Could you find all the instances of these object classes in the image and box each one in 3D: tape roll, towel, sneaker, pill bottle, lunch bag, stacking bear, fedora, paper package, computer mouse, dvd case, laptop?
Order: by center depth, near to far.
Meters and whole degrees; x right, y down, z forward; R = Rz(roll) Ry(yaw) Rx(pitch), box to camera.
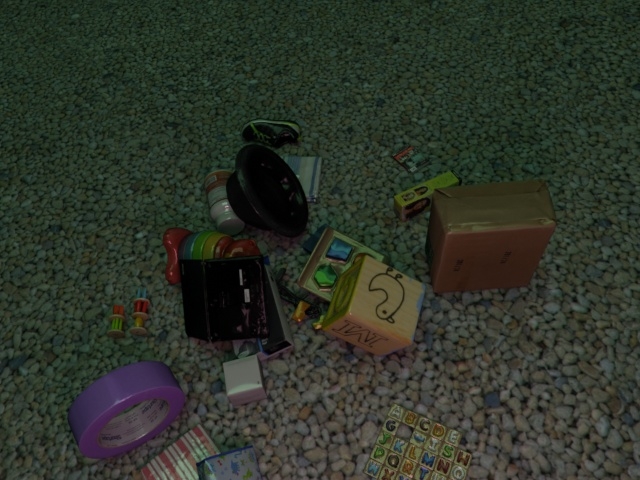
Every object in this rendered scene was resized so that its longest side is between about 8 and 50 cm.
[{"bbox_3d":[-0.219,0.592,1.373,0.151,0.096,0.129,-5,66,-33],"label":"lunch bag"},{"bbox_3d":[-0.492,0.433,1.413,0.274,0.275,0.090,-33,59,-16],"label":"tape roll"},{"bbox_3d":[-0.355,0.594,1.441,0.197,0.029,0.144,-35,60,-20],"label":"towel"},{"bbox_3d":[0.468,-0.007,1.582,0.309,0.325,0.168,-4,56,3],"label":"paper package"},{"bbox_3d":[-0.282,0.163,1.593,0.264,0.136,0.234,-5,92,-1],"label":"laptop"},{"bbox_3d":[-0.315,0.047,1.686,0.288,0.164,0.176,2,98,28],"label":"stacking bear"},{"bbox_3d":[-0.029,0.101,1.727,0.184,0.060,0.262,24,73,16],"label":"computer mouse"},{"bbox_3d":[-0.191,-0.142,1.799,0.152,0.334,0.334,-24,48,32],"label":"fedora"},{"bbox_3d":[0.000,0.000,1.808,0.067,0.029,0.119,34,64,26],"label":"towel"},{"bbox_3d":[-0.322,-0.128,1.875,0.121,0.121,0.216,-16,56,-5],"label":"pill bottle"},{"bbox_3d":[-0.137,-0.229,1.978,0.284,0.034,0.209,3,55,8],"label":"towel"},{"bbox_3d":[0.321,-0.295,1.986,0.087,0.013,0.119,-34,58,-17],"label":"dvd case"},{"bbox_3d":[-0.186,-0.398,2.068,0.234,0.084,0.097,-4,56,4],"label":"sneaker"}]

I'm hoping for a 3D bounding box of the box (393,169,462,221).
[{"bbox_3d":[0.357,-0.149,1.839,0.232,0.087,0.058,-26,55,-10],"label":"box"}]

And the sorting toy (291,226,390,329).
[{"bbox_3d":[0.051,0.132,1.653,0.229,0.041,0.307,28,74,2],"label":"sorting toy"}]

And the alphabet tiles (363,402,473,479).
[{"bbox_3d":[0.257,0.553,1.413,0.237,0.009,0.198,19,60,19],"label":"alphabet tiles"}]

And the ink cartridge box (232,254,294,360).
[{"bbox_3d":[-0.201,0.195,1.651,0.165,0.065,0.333,-27,54,9],"label":"ink cartridge box"}]

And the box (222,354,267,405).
[{"bbox_3d":[-0.209,0.388,1.528,0.101,0.087,0.102,-13,55,-3],"label":"box"}]

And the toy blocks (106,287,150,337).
[{"bbox_3d":[-0.591,0.220,1.704,0.123,0.054,0.148,-6,55,1],"label":"toy blocks"}]

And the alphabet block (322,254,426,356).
[{"bbox_3d":[0.146,0.185,1.524,0.197,0.193,0.192,26,60,-11],"label":"alphabet block"}]
